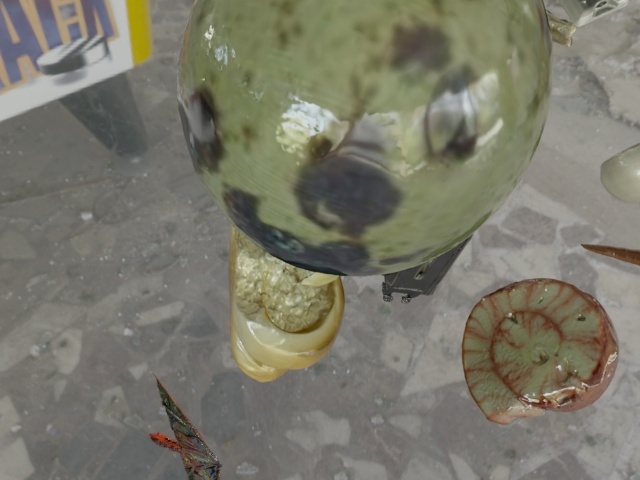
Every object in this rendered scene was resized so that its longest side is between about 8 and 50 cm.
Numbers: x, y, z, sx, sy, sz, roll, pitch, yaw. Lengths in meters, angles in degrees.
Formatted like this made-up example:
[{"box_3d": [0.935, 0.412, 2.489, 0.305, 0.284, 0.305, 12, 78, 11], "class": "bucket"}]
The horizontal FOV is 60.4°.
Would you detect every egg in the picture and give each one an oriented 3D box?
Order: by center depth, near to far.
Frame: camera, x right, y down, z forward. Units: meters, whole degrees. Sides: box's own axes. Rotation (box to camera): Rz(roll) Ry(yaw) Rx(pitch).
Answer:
[{"box_3d": [0.032, -0.133, 0.562, 0.345, 0.428, 0.345, 3, 78, -12], "class": "egg"}]

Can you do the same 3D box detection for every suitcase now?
[{"box_3d": [0.309, -0.019, 1.649, 0.194, 0.434, 0.283, 8, 50, -9], "class": "suitcase"}]

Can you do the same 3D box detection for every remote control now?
[{"box_3d": [0.473, -0.567, 1.064, 0.109, 0.055, 0.313, -24, 74, 2], "class": "remote control"}]

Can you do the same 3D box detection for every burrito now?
[{"box_3d": [0.461, -0.468, 1.167, 0.171, 0.051, 0.042, 39, 56, 20], "class": "burrito"}]

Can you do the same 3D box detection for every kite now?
[{"box_3d": [-0.191, 0.297, 0.786, 0.009, 0.189, 0.232, -33, 54, 0], "class": "kite"}]

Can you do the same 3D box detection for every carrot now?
[{"box_3d": [0.793, 0.037, 1.435, 0.216, 0.048, 0.048, 16, 50, 30], "class": "carrot"}]

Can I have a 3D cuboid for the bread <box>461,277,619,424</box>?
[{"box_3d": [0.470, 0.231, 1.209, 0.114, 0.328, 0.295, 25, 47, -38], "class": "bread"}]

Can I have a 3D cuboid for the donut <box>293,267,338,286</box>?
[{"box_3d": [0.003, -0.002, 0.946, 0.108, 0.065, 0.166, 4, 61, -24], "class": "donut"}]

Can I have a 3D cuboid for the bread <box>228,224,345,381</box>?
[{"box_3d": [-0.124, 0.108, 1.283, 0.245, 0.329, 0.424, -33, 47, 27], "class": "bread"}]

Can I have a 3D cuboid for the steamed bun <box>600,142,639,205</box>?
[{"box_3d": [0.809, -0.164, 1.328, 0.232, 0.232, 0.145, -18, 80, -15], "class": "steamed bun"}]
